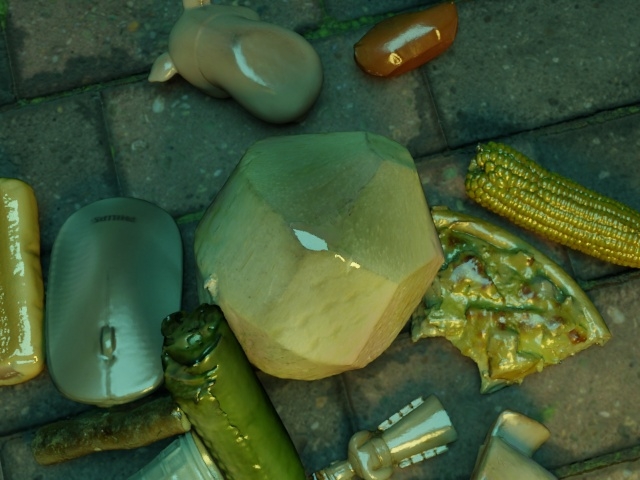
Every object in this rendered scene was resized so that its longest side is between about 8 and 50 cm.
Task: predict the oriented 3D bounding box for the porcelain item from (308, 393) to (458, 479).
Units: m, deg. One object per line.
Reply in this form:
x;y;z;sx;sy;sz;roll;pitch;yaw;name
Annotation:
0.084;0.296;1.600;0.213;0.054;0.084;-27;72;-8;porcelain item

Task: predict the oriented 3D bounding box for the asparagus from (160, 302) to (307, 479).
-0.100;0.258;1.522;0.108;0.128;0.382;-26;120;1;asparagus

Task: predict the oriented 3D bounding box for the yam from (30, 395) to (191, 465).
-0.282;0.259;1.562;0.252;0.061;0.061;-16;72;23;yam

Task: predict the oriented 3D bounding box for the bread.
-0.466;0.057;1.657;0.142;0.091;0.305;-6;73;-6;bread

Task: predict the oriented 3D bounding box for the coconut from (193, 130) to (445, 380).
0.000;0.000;1.564;0.352;0.352;0.353;0;73;0;coconut

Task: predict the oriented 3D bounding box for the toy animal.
-0.117;-0.267;1.719;0.250;0.154;0.166;24;83;10;toy animal

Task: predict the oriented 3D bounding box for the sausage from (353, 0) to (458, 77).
0.137;-0.307;1.765;0.179;0.089;0.089;-25;75;-1;sausage

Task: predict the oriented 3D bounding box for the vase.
-0.271;0.386;1.540;0.298;0.143;0.143;-30;75;-5;vase

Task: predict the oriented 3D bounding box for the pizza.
0.249;0.092;1.647;0.323;0.089;0.223;37;74;11;pizza

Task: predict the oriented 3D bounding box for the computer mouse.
-0.292;0.075;1.622;0.197;0.095;0.331;-6;57;2;computer mouse

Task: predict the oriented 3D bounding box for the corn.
0.356;-0.044;1.677;0.313;0.102;0.102;27;76;8;corn

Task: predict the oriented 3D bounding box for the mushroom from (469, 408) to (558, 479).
0.270;0.352;1.522;0.162;0.173;0.236;23;75;5;mushroom
